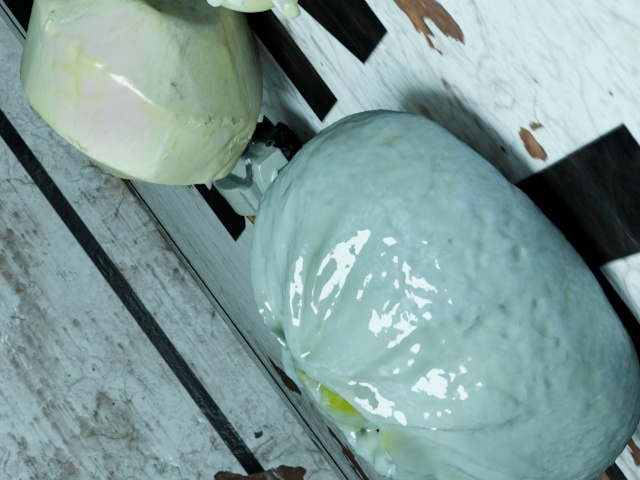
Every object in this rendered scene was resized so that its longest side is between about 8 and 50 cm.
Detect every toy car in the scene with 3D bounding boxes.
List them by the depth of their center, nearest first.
[{"bbox_3d":[-0.001,0.002,1.554,0.301,0.118,0.193,58,166,-24],"label":"toy car"}]

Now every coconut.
[{"bbox_3d":[-0.176,-0.168,1.427,0.259,0.259,0.259,51,169,14],"label":"coconut"}]

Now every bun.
[{"bbox_3d":[0.085,0.069,1.140,0.362,0.211,0.362,50,166,17],"label":"bun"}]

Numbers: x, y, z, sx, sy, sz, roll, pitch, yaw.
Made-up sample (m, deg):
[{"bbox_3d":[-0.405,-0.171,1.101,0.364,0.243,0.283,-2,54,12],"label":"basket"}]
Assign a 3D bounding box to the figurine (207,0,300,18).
[{"bbox_3d":[-0.147,-0.289,1.122,0.394,0.226,0.274,36,151,17],"label":"figurine"}]
